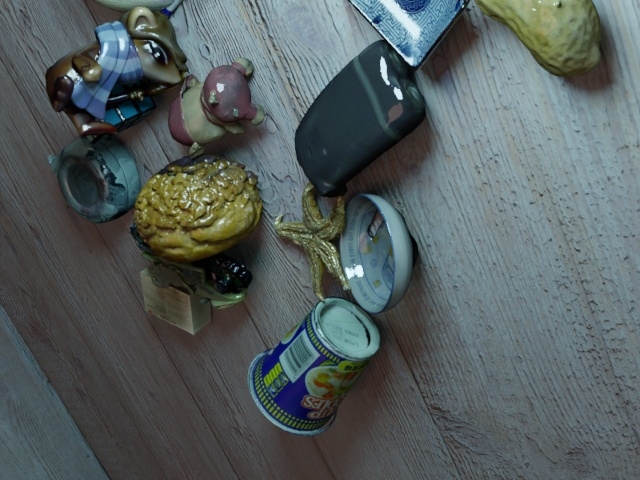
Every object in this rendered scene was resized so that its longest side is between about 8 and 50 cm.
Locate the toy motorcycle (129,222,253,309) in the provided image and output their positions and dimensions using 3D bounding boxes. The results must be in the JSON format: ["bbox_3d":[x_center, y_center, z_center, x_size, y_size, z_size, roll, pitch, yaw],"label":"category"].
[{"bbox_3d":[-0.362,0.068,1.820,0.411,0.168,0.236,22,146,22],"label":"toy motorcycle"}]

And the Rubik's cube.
[{"bbox_3d":[-0.562,-0.371,1.687,0.163,0.161,0.162,-12,110,57],"label":"Rubik's cube"}]

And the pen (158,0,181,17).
[{"bbox_3d":[-0.318,-0.592,1.485,0.269,0.033,0.033,-29,98,42],"label":"pen"}]

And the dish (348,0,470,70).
[{"bbox_3d":[0.163,-0.464,1.173,0.243,0.080,0.182,50,139,10],"label":"dish"}]

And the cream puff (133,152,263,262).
[{"bbox_3d":[-0.316,-0.100,1.621,0.343,0.327,0.231,-136,27,-64],"label":"cream puff"}]

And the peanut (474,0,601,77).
[{"bbox_3d":[0.350,-0.402,1.053,0.313,0.149,0.149,46,134,-2],"label":"peanut"}]

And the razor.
[{"bbox_3d":[0.068,-0.245,1.341,0.349,0.114,0.204,-40,67,44],"label":"razor"}]

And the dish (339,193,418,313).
[{"bbox_3d":[0.157,0.023,1.458,0.273,0.134,0.273,172,90,-67],"label":"dish"}]

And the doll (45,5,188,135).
[{"bbox_3d":[-0.469,-0.387,1.475,0.209,0.340,0.318,53,167,-11],"label":"doll"}]

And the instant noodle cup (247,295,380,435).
[{"bbox_3d":[-0.004,0.315,1.682,0.284,0.284,0.312,41,126,8],"label":"instant noodle cup"}]

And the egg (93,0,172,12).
[{"bbox_3d":[-0.484,-0.666,1.436,0.337,0.201,0.336,21,125,33],"label":"egg"}]

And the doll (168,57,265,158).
[{"bbox_3d":[-0.259,-0.322,1.530,0.256,0.196,0.152,-20,141,38],"label":"doll"}]

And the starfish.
[{"bbox_3d":[0.003,-0.001,1.569,0.299,0.060,0.302,-18,89,48],"label":"starfish"}]

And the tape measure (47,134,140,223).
[{"bbox_3d":[-0.667,-0.192,1.909,0.256,0.147,0.274,-24,97,40],"label":"tape measure"}]

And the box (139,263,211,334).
[{"bbox_3d":[-0.458,0.180,2.019,0.212,0.095,0.168,21,126,25],"label":"box"}]
